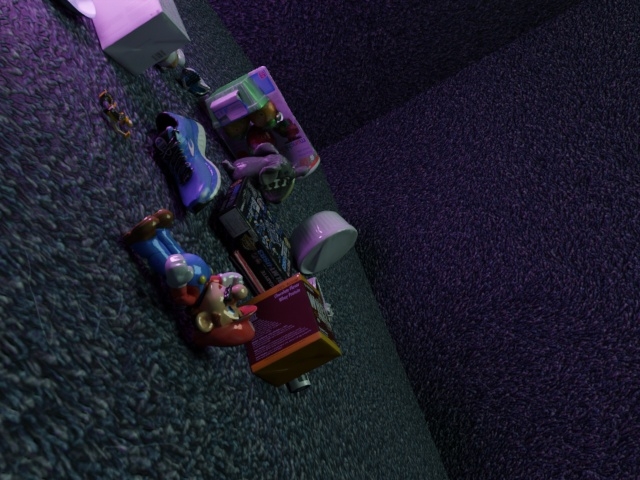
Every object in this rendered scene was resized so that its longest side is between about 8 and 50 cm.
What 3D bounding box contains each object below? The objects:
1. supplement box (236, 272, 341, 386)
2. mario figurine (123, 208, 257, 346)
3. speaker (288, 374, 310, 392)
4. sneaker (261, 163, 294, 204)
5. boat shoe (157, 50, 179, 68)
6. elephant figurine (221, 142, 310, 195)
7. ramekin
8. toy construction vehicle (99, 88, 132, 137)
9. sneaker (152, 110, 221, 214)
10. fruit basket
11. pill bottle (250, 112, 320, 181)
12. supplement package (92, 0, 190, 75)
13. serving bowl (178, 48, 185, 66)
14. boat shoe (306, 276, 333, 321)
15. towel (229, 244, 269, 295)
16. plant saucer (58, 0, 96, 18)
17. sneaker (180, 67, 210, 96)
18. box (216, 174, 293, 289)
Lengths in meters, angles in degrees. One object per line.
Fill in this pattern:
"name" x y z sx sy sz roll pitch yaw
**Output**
"supplement box" -0.080 0.225 1.469 0.129 0.191 0.194 49 16 -52
"mario figurine" -0.231 0.071 1.182 0.320 0.170 0.198 52 46 -9
"speaker" -0.076 0.337 1.583 0.136 0.055 0.055 66 11 23
"sneaker" -0.165 -0.242 2.473 0.410 0.158 0.182 -93 171 -56
"boat shoe" -0.538 -0.697 1.918 0.103 0.113 0.302 34 40 -71
"elephant figurine" -0.186 -0.259 2.076 0.169 0.239 0.186 62 11 -3
"ramekin" 0.000 0.000 2.287 0.127 0.273 0.273 53 6 22
"toy construction vehicle" -0.476 -0.290 1.359 0.098 0.035 0.086 57 0 -39
"sneaker" -0.361 -0.204 1.503 0.147 0.130 0.330 25 32 -50
"fruit basket" -0.237 -0.404 2.101 0.353 0.327 0.165 62 36 -19
"pill bottle" -0.175 -0.470 2.771 0.363 0.210 0.210 56 12 -27
"supplement package" -0.498 -0.605 1.603 0.203 0.194 0.149 66 11 20
"serving bowl" -0.522 -0.683 2.156 0.083 0.027 0.083 58 10 -17
"boat shoe" 0.001 0.253 2.071 0.096 0.088 0.267 45 20 -59
"towel" -0.194 0.071 1.770 0.199 0.031 0.275 58 11 -17
"plant saucer" -0.634 -0.628 1.446 0.195 0.037 0.195 58 12 -19
"sneaker" -0.463 -0.578 2.092 0.083 0.071 0.190 57 1 8
"box" -0.185 -0.023 1.769 0.293 0.073 0.295 59 11 -21
